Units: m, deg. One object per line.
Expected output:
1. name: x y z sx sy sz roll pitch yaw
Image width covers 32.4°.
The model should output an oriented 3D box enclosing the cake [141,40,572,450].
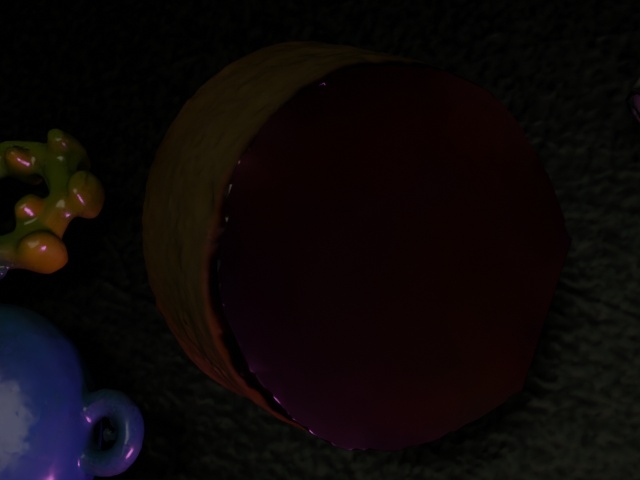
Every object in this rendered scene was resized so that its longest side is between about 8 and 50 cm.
1. cake: 0.000 0.000 0.582 0.185 0.178 0.207 -43 107 -14

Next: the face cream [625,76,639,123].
1. face cream: 0.256 -0.159 0.605 0.092 0.058 0.243 28 79 38

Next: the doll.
1. doll: -0.257 0.093 0.647 0.341 0.099 0.346 0 73 13
